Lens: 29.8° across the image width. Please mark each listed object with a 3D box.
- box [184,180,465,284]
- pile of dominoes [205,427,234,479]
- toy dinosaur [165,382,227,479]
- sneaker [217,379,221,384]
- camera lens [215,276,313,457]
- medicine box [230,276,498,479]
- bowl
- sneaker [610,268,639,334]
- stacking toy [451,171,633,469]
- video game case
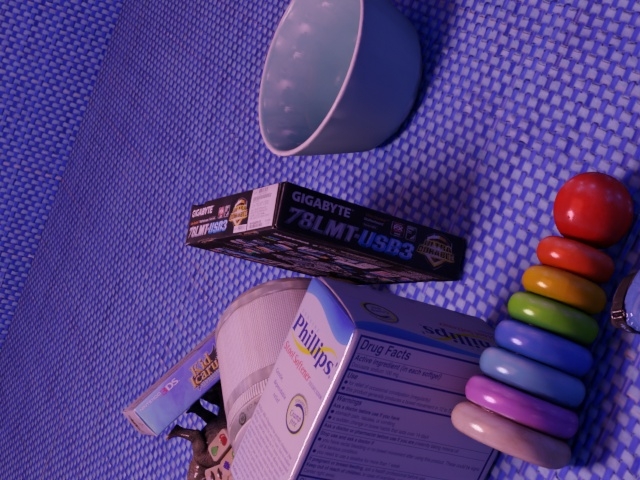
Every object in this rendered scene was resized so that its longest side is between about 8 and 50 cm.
[{"bbox_3d":[0.000,0.000,1.690,0.293,0.295,0.073,-6,71,62],"label":"box"},{"bbox_3d":[-0.097,0.408,1.834,0.196,0.040,0.251,-53,56,36],"label":"pile of dominoes"},{"bbox_3d":[-0.147,0.320,1.987,0.313,0.160,0.121,-47,2,26],"label":"toy dinosaur"},{"bbox_3d":[-0.128,0.258,2.031,0.188,0.071,0.066,9,84,63],"label":"sneaker"},{"bbox_3d":[-0.031,0.206,1.719,0.219,0.219,0.274,-53,34,35],"label":"camera lens"},{"bbox_3d":[0.072,0.224,1.471,0.289,0.263,0.149,-67,29,14],"label":"medicine box"},{"bbox_3d":[0.047,-0.262,1.883,0.311,0.163,0.312,-38,44,50],"label":"bowl"},{"bbox_3d":[0.346,0.092,1.252,0.084,0.058,0.152,-33,44,44],"label":"sneaker"},{"bbox_3d":[0.269,0.082,1.351,0.141,0.141,0.330,19,86,62],"label":"stacking toy"},{"bbox_3d":[-0.194,0.208,1.949,0.269,0.061,0.244,-42,1,-15],"label":"video game case"}]
